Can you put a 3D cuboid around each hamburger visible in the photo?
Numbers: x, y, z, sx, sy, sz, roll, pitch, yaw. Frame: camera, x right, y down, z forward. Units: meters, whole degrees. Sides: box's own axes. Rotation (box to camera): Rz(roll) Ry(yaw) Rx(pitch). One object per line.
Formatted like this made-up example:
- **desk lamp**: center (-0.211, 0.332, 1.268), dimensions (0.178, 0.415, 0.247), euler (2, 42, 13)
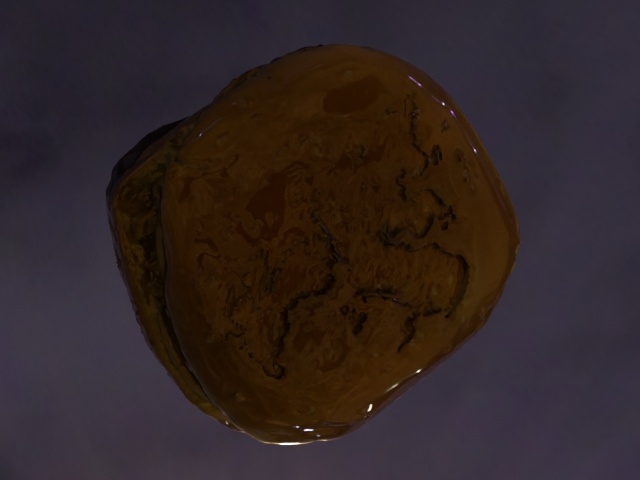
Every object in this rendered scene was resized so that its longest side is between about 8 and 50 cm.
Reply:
- **hamburger**: center (-0.007, 0.000, 1.443), dimensions (0.304, 0.174, 0.284), euler (-37, -73, -19)
